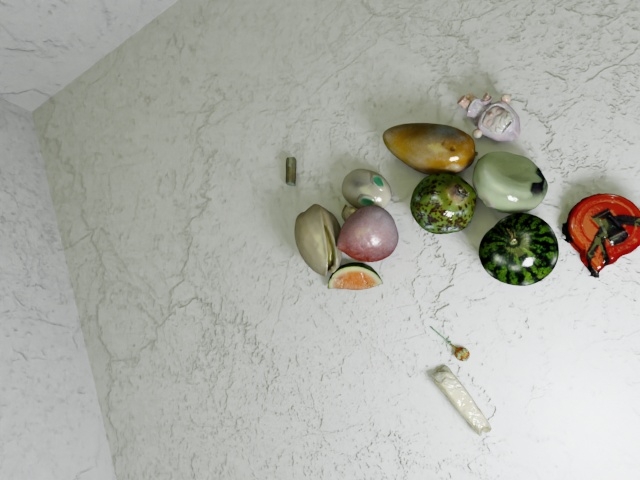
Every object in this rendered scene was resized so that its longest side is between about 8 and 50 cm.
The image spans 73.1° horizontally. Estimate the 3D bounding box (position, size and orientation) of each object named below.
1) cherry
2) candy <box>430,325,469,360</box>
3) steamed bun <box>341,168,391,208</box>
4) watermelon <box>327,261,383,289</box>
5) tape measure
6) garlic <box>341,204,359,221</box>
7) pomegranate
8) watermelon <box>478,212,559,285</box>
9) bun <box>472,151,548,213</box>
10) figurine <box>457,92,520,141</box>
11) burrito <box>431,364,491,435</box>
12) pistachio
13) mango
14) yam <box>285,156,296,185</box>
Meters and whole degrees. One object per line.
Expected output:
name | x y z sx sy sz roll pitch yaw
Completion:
cherry | 0.195 -0.020 1.749 0.206 0.239 0.240 2 80 43
candy | 0.498 0.396 1.676 0.055 0.049 0.184 -36 60 -21
steamed bun | 0.193 -0.219 1.854 0.228 0.130 0.177 35 92 25
watermelon | 0.142 0.155 1.844 0.244 0.063 0.119 -7 96 14
tape measure | 0.998 -0.036 1.527 0.253 0.114 0.261 -34 70 11
garlic | 0.135 -0.108 1.874 0.094 0.113 0.074 39 72 -10
pomegranate | 0.483 -0.145 1.668 0.254 0.270 0.255 5 74 -17
watermelon | 0.708 0.038 1.548 0.268 0.269 0.269 -4 78 20
bun | 0.694 -0.199 1.629 0.282 0.179 0.283 5 48 -6
figurine | 0.676 -0.499 1.731 0.276 0.133 0.200 48 110 26
burrito | 0.525 0.599 1.611 0.082 0.059 0.275 -34 70 -4
pistachio | 0.000 0.000 1.842 0.207 0.226 0.332 -1 64 -21
mango | 0.436 -0.374 1.746 0.383 0.199 0.222 16 51 15
yam | -0.139 -0.324 2.040 0.054 0.054 0.133 -3 80 20
